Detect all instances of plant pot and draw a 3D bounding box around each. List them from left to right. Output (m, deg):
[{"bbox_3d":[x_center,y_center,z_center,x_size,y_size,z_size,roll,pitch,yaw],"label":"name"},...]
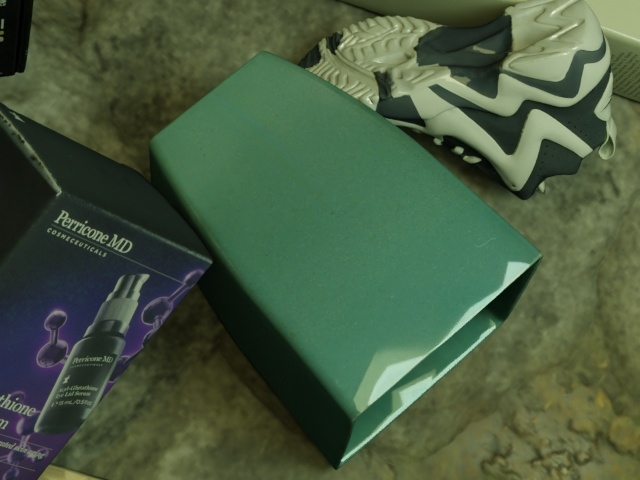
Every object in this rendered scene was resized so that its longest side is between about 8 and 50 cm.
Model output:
[{"bbox_3d":[0.000,0.000,1.261,0.166,0.165,0.234,-39,79,-14],"label":"plant pot"}]

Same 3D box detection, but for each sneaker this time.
[{"bbox_3d":[0.103,-0.084,1.329,0.235,0.153,0.094,-11,42,20],"label":"sneaker"}]

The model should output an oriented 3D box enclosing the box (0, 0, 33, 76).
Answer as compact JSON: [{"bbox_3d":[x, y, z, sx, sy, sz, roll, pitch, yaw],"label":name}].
[{"bbox_3d":[-0.246,-0.135,0.982,0.180,0.147,0.077,-7,79,-13],"label":"box"}]

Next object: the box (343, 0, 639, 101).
[{"bbox_3d":[0.147,-0.191,1.348,0.275,0.113,0.094,19,75,-6],"label":"box"}]

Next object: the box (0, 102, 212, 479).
[{"bbox_3d":[-0.198,0.037,1.171,0.207,0.153,0.108,-51,52,11],"label":"box"}]

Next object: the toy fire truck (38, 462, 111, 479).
[{"bbox_3d":[-0.130,0.244,1.212,0.158,0.246,0.217,42,72,-42],"label":"toy fire truck"}]
